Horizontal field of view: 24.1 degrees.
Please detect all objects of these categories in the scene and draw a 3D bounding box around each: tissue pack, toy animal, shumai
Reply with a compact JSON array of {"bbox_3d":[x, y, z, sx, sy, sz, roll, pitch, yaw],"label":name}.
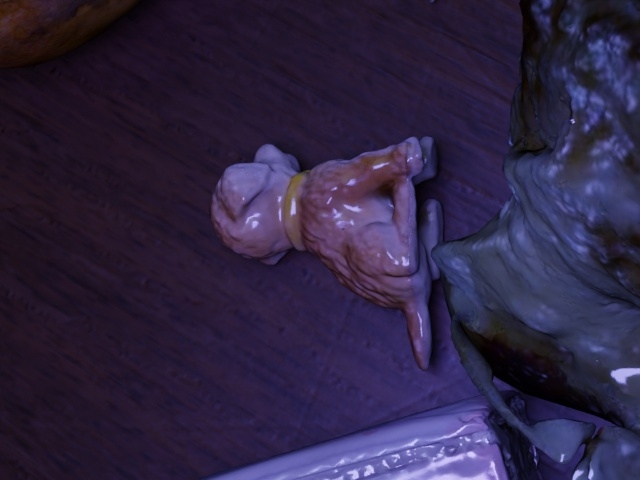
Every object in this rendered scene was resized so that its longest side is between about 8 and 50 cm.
[{"bbox_3d":[0.022,0.200,1.077,0.271,0.201,0.124,-19,87,14],"label":"tissue pack"},{"bbox_3d":[0.000,0.011,1.175,0.185,0.104,0.184,-2,86,13],"label":"toy animal"},{"bbox_3d":[0.221,-0.016,1.013,0.395,0.395,0.348,53,122,19],"label":"shumai"}]

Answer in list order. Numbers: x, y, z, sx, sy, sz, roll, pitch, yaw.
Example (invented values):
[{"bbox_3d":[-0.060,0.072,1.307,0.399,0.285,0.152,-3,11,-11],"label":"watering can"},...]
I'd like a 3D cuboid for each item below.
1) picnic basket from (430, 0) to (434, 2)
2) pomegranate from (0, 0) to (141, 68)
[{"bbox_3d":[0.114,-0.233,1.205,0.083,0.065,0.083,34,69,11],"label":"picnic basket"},{"bbox_3d":[-0.242,-0.299,1.200,0.322,0.322,0.322,-3,79,17],"label":"pomegranate"}]
